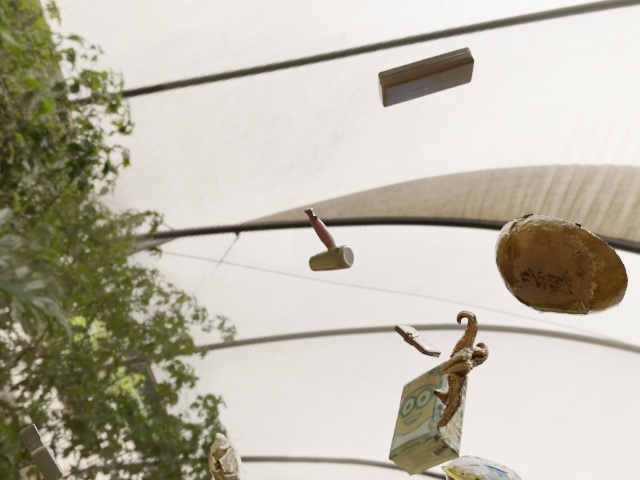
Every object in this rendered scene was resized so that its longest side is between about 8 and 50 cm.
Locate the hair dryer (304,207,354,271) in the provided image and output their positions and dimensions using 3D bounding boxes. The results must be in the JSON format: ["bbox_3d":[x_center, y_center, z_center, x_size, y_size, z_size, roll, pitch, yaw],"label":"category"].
[{"bbox_3d":[0.004,-0.003,1.300,0.106,0.054,0.154,-9,-70,37],"label":"hair dryer"}]

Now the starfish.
[{"bbox_3d":[0.396,0.368,1.681,0.112,0.312,0.304,21,-53,23],"label":"starfish"}]

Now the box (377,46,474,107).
[{"bbox_3d":[0.268,-0.415,1.498,0.103,0.243,0.055,73,1,-65],"label":"box"}]

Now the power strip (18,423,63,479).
[{"bbox_3d":[-0.674,0.516,1.405,0.145,0.061,0.215,58,-31,5],"label":"power strip"}]

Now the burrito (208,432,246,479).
[{"bbox_3d":[-0.180,0.479,1.179,0.275,0.059,0.082,89,0,-47],"label":"burrito"}]

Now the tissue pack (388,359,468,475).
[{"bbox_3d":[0.350,0.565,1.883,0.128,0.311,0.228,39,-50,-11],"label":"tissue pack"}]

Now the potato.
[{"bbox_3d":[0.495,0.069,1.273,0.299,0.116,0.239,25,-46,34],"label":"potato"}]

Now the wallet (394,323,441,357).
[{"bbox_3d":[0.322,0.331,1.950,0.152,0.117,0.039,42,-74,38],"label":"wallet"}]

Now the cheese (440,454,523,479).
[{"bbox_3d":[0.277,0.386,0.903,0.250,0.156,0.064,167,-61,-77],"label":"cheese"}]
